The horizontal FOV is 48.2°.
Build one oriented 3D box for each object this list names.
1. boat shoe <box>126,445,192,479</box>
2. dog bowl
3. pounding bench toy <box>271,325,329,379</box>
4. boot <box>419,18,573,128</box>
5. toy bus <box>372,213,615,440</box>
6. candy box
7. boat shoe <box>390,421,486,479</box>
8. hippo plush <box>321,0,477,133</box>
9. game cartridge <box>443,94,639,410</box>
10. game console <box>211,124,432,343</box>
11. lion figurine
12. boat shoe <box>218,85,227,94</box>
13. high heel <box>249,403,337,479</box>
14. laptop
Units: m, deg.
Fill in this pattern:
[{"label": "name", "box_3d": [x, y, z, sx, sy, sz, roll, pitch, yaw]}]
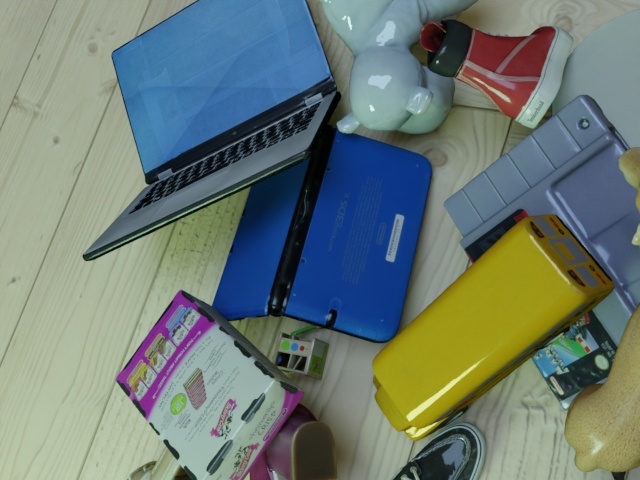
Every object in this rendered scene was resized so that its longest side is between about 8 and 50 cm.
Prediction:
[{"label": "boat shoe", "box_3d": [-0.236, 0.361, 1.009, 0.098, 0.109, 0.302, 25, 90, 27]}, {"label": "dog bowl", "box_3d": [0.427, -0.155, 0.890, 0.265, 0.104, 0.264, -7, 70, 21]}, {"label": "pounding bench toy", "box_3d": [-0.028, 0.148, 1.017, 0.065, 0.052, 0.083, 7, 76, 26]}, {"label": "boot", "box_3d": [0.222, -0.250, 0.918, 0.176, 0.244, 0.088, 29, 127, 4]}, {"label": "toy bus", "box_3d": [0.175, 0.116, 0.829, 0.332, 0.130, 0.108, -49, 64, 33]}, {"label": "candy box", "box_3d": [-0.150, 0.191, 0.934, 0.233, 0.071, 0.159, 35, 89, 42]}, {"label": "boat shoe", "box_3d": [0.122, 0.316, 0.884, 0.078, 0.070, 0.219, 39, 91, 29]}, {"label": "hippo plush", "box_3d": [0.118, -0.274, 0.982, 0.234, 0.294, 0.236, -20, 75, 36]}, {"label": "game cartridge", "box_3d": [0.315, 0.040, 0.830, 0.230, 0.068, 0.355, -39, 70, 29]}, {"label": "game console", "box_3d": [0.000, 0.000, 1.046, 0.250, 0.173, 0.293, 17, 67, -4]}, {"label": "lion figurine", "box_3d": [0.308, 0.101, 0.649, 0.142, 0.240, 0.391, 22, 110, 32]}, {"label": "boat shoe", "box_3d": [-0.194, -0.281, 1.241, 0.133, 0.042, 0.048, 35, 92, 30]}, {"label": "high heel", "box_3d": [-0.039, 0.402, 0.940, 0.181, 0.127, 0.376, 174, 102, -68]}, {"label": "laptop", "box_3d": [-0.194, -0.219, 1.086, 0.382, 0.236, 0.408, -23, 21, 21]}]
